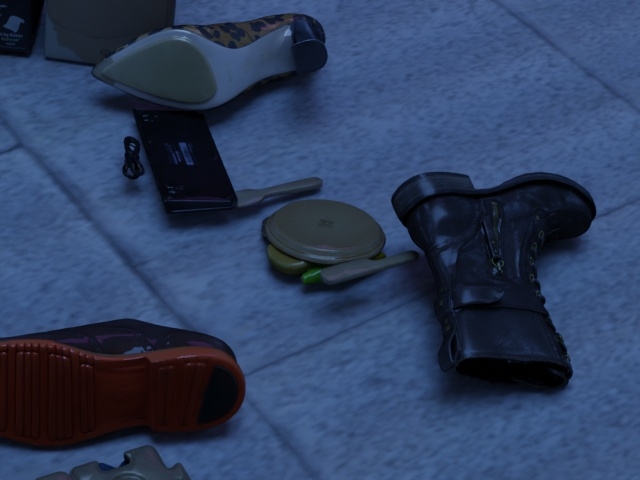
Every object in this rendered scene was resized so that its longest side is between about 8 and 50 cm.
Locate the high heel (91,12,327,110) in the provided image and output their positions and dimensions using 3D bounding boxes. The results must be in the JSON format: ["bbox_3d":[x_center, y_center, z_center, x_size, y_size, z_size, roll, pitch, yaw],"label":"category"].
[{"bbox_3d":[-0.122,-0.206,1.821,0.261,0.093,0.186,-5,15,-2],"label":"high heel"}]

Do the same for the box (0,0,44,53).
[{"bbox_3d":[-0.377,-0.365,1.788,0.143,0.270,0.165,5,41,-4],"label":"box"}]

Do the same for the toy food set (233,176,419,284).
[{"bbox_3d":[0.000,0.000,1.634,0.132,0.038,0.192,-13,35,-31],"label":"toy food set"}]

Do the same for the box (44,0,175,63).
[{"bbox_3d":[-0.221,-0.350,1.771,0.148,0.311,0.121,6,41,-3],"label":"box"}]

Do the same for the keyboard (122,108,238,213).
[{"bbox_3d":[-0.158,-0.083,1.690,0.108,0.023,0.180,0,35,-19],"label":"keyboard"}]

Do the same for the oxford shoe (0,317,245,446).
[{"bbox_3d":[-0.207,0.118,1.429,0.271,0.097,0.098,4,21,-13],"label":"oxford shoe"}]

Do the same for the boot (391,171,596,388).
[{"bbox_3d":[0.194,0.046,1.586,0.263,0.091,0.229,1,53,-30],"label":"boot"}]

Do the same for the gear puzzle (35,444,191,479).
[{"bbox_3d":[-0.128,0.310,1.253,0.175,0.044,0.339,-15,49,-28],"label":"gear puzzle"}]
